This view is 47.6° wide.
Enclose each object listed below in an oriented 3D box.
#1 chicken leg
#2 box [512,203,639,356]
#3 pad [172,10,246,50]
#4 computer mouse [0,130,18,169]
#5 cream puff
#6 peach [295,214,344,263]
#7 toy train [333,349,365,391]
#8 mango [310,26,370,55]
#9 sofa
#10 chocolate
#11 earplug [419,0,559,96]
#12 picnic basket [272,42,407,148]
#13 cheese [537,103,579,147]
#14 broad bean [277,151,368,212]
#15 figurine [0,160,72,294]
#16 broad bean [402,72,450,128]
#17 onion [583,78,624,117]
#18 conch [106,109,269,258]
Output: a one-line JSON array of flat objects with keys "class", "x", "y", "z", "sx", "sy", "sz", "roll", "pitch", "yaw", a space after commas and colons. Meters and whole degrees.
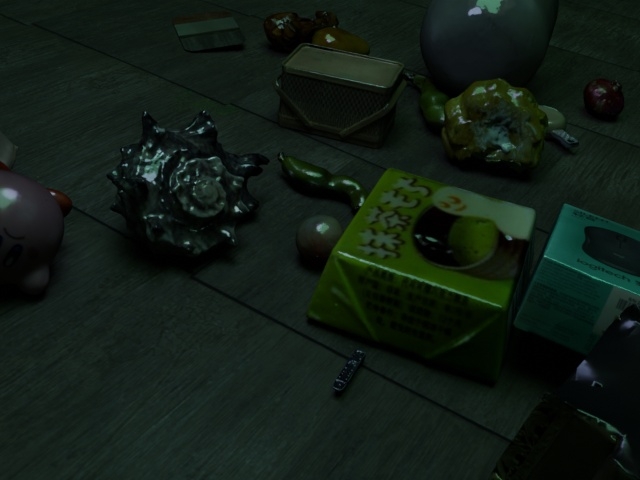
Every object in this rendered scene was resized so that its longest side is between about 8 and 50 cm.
[{"class": "chicken leg", "x": -0.042, "y": -0.574, "z": 1.969, "sx": 0.113, "sy": 0.093, "sz": 0.304, "roll": 42, "pitch": 37, "yaw": 15}, {"class": "box", "x": 0.413, "y": 0.063, "z": 1.051, "sx": 0.205, "sy": 0.118, "sz": 0.311, "roll": 26, "pitch": 24, "yaw": 16}, {"class": "pad", "x": -0.228, "y": -0.603, "z": 1.949, "sx": 0.323, "sy": 0.055, "sz": 0.250, "roll": -27, "pitch": 41, "yaw": -1}, {"class": "computer mouse", "x": -0.656, "y": -0.166, "z": 1.263, "sx": 0.389, "sy": 0.115, "sz": 0.199, "roll": 36, "pitch": 60, "yaw": 18}, {"class": "cream puff", "x": 0.361, "y": -0.247, "z": 1.501, "sx": 0.221, "sy": 0.194, "sz": 0.194, "roll": 14, "pitch": 36, "yaw": 3}, {"class": "peach", "x": 0.000, "y": 0.000, "z": 1.169, "sx": 0.083, "sy": 0.083, "sz": 0.083, "roll": 5, "pitch": 35, "yaw": -3}, {"class": "toy train", "x": 0.038, "y": 0.178, "z": 0.976, "sx": 0.017, "sy": 0.017, "sz": 0.083, "roll": 18, "pitch": 36, "yaw": 19}, {"class": "mango", "x": 0.048, "y": -0.499, "z": 1.869, "sx": 0.163, "sy": 0.089, "sz": 0.111, "roll": -18, "pitch": 53, "yaw": -45}, {"class": "sofa", "x": 0.341, "y": 0.231, "z": 0.821, "sx": 0.182, "sy": 0.200, "sz": 0.258, "roll": 39, "pitch": 44, "yaw": 23}, {"class": "chocolate", "x": 0.168, "y": 0.033, "z": 1.098, "sx": 0.289, "sy": 0.137, "sz": 0.301, "roll": 18, "pitch": 38, "yaw": 14}, {"class": "earplug", "x": 0.408, "y": -0.514, "z": 1.759, "sx": 0.313, "sy": 0.312, "sz": 0.394, "roll": 15, "pitch": 37, "yaw": 11}, {"class": "picnic basket", "x": 0.041, "y": -0.315, "z": 1.561, "sx": 0.267, "sy": 0.139, "sz": 0.165, "roll": 14, "pitch": 36, "yaw": 10}, {"class": "cheese", "x": 0.524, "y": -0.257, "z": 1.643, "sx": 0.092, "sy": 0.047, "sz": 0.171, "roll": -25, "pitch": 46, "yaw": -33}, {"class": "broad bean", "x": 0.003, "y": -0.109, "z": 1.346, "sx": 0.214, "sy": 0.048, "sz": 0.070, "roll": 28, "pitch": 40, "yaw": 23}, {"class": "figurine", "x": -0.457, "y": -0.018, "z": 1.041, "sx": 0.173, "sy": 0.173, "sz": 0.173, "roll": 5, "pitch": 35, "yaw": -3}, {"class": "broad bean", "x": 0.248, "y": -0.326, "z": 1.690, "sx": 0.098, "sy": 0.056, "sz": 0.318, "roll": -10, "pitch": 33, "yaw": -13}, {"class": "onion", "x": 0.691, "y": -0.348, "z": 1.761, "sx": 0.107, "sy": 0.097, "sz": 0.107, "roll": 17, "pitch": 44, "yaw": -17}, {"class": "conch", "x": -0.203, "y": -0.084, "z": 1.180, "sx": 0.240, "sy": 0.186, "sz": 0.313, "roll": 47, "pitch": 26, "yaw": 7}]
